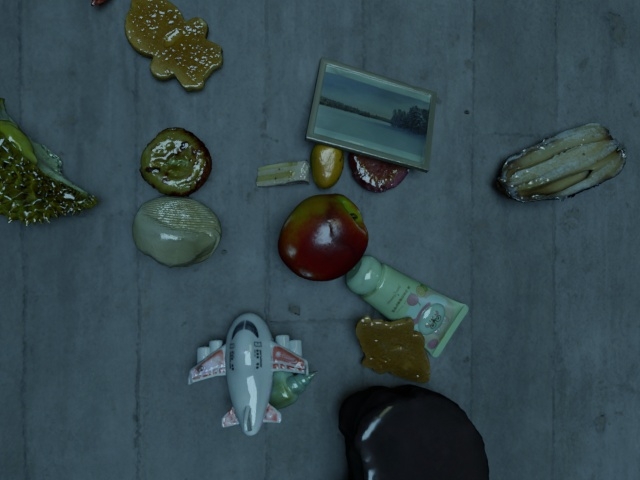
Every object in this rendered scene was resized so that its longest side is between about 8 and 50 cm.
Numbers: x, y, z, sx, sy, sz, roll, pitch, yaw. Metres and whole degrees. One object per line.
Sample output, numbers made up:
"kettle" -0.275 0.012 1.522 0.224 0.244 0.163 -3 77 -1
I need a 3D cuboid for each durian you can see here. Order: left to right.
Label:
"durian" -0.593 -0.138 1.000 0.306 0.166 0.172 38 114 -4

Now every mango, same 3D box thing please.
"mango" 0.014 -0.172 1.146 0.079 0.057 0.114 7 92 -18

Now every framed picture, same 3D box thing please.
"framed picture" 0.121 -0.283 1.156 0.289 0.016 0.213 14 72 -11

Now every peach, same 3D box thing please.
"peach" 0.000 0.000 1.087 0.197 0.197 0.197 0 91 -11

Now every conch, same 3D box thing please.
"conch" -0.087 0.325 1.128 0.180 0.065 0.088 -28 98 -1

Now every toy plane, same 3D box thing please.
"toy plane" -0.149 0.275 1.071 0.252 0.118 0.252 -1 68 2

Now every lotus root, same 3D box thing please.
"lotus root" 0.577 -0.169 1.250 0.330 0.078 0.167 -19 71 -8

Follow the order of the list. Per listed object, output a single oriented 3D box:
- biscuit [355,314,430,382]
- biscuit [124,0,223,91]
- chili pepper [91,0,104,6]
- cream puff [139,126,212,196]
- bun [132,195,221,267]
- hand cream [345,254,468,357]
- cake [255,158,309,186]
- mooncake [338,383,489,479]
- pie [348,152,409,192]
"biscuit" 0.171 0.250 1.171 0.162 0.035 0.250 -37 112 19
"biscuit" -0.319 -0.423 1.089 0.225 0.036 0.166 37 83 -6
"chili pepper" -0.402 -0.593 1.062 0.059 0.050 0.268 26 87 10
"cream puff" -0.301 -0.159 1.070 0.149 0.084 0.149 1 81 -7
"bun" -0.296 -0.009 1.056 0.173 0.166 0.113 21 123 0
"hand cream" 0.195 0.142 1.179 0.306 0.093 0.147 33 89 -18
"cake" -0.084 -0.148 1.129 0.121 0.065 0.052 -4 89 -4
"mooncake" 0.186 0.503 1.109 0.351 0.212 0.381 14 85 -15
"pie" 0.138 -0.184 1.178 0.154 0.038 0.153 0 89 -13
